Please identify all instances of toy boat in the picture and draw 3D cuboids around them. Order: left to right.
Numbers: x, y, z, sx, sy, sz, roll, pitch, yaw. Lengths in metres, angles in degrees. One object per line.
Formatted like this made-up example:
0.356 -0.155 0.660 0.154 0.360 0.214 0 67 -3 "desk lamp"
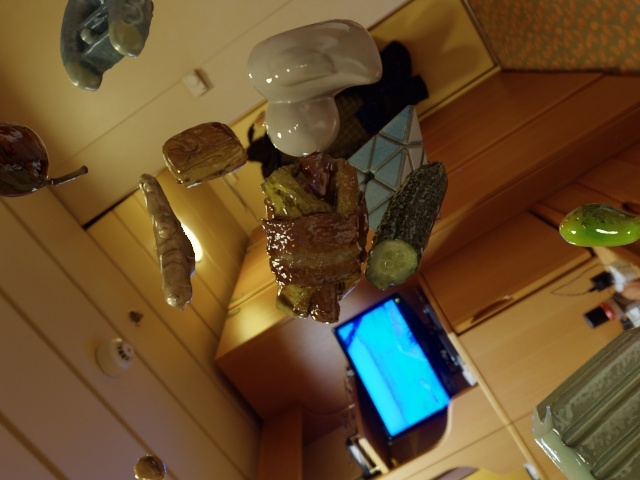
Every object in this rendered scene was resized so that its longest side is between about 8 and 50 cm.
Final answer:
-0.457 -0.460 1.086 0.123 0.215 0.330 35 -145 -46 "toy boat"

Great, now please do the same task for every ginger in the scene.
-0.323 -0.004 1.130 0.148 0.081 0.334 44 -155 -75 "ginger"

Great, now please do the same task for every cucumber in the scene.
0.130 -0.039 0.772 0.077 0.077 0.265 55 -142 -21 "cucumber"

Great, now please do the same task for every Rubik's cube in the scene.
0.153 -0.118 1.199 0.228 0.228 0.233 56 167 10 "Rubik's cube"

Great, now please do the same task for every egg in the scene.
-0.432 0.590 1.357 0.083 0.071 0.071 31 174 30 "egg"

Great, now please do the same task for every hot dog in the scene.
0.000 0.000 0.641 0.103 0.146 0.213 11 117 47 "hot dog"

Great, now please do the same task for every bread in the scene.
-0.359 -0.274 1.632 0.210 0.235 0.099 52 159 41 "bread"

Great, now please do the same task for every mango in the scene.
0.802 -0.045 1.517 0.233 0.111 0.125 -4 118 53 "mango"

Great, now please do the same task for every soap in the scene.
0.518 0.250 0.820 0.208 0.347 0.115 51 170 17 "soap"

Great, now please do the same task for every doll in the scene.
-0.012 -0.254 0.915 0.221 0.251 0.221 -13 -90 -69 "doll"

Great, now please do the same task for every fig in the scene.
-0.758 -0.178 1.333 0.249 0.186 0.204 38 -165 -1 "fig"
